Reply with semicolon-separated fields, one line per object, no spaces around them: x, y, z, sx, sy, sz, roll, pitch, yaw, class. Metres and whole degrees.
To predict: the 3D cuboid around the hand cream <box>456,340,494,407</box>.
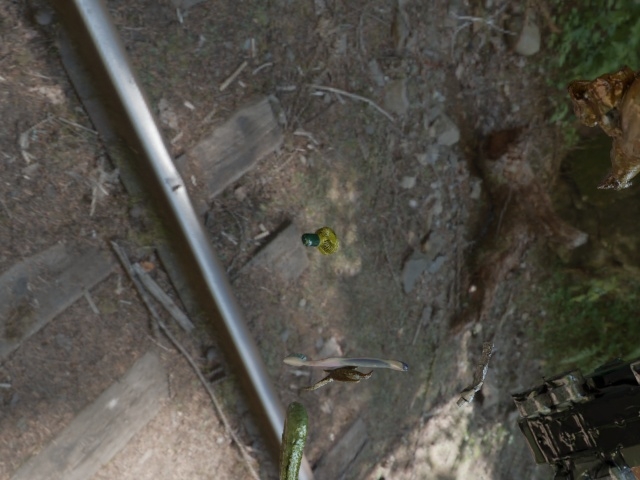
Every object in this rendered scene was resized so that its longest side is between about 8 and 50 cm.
0.559;0.482;2.227;0.050;0.084;0.257;27;87;-4;hand cream

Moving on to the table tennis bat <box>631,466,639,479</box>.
1.053;0.549;1.764;0.414;0.051;0.268;-44;109;12;table tennis bat

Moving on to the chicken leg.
0.679;-0.262;1.386;0.182;0.294;0.409;-59;162;-25;chicken leg

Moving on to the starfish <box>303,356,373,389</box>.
0.057;0.450;2.067;0.237;0.213;0.057;-14;93;-8;starfish

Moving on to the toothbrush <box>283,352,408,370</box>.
0.044;0.233;1.190;0.027;0.269;0.021;-56;133;-45;toothbrush

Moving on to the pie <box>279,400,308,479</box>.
-0.098;0.709;2.106;0.070;0.323;0.324;8;98;-6;pie

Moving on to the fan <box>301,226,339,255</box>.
0.000;0.000;1.782;0.155;0.039;0.082;0;70;-56;fan

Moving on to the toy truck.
0.439;0.243;0.895;0.177;0.363;0.177;-12;71;-37;toy truck
